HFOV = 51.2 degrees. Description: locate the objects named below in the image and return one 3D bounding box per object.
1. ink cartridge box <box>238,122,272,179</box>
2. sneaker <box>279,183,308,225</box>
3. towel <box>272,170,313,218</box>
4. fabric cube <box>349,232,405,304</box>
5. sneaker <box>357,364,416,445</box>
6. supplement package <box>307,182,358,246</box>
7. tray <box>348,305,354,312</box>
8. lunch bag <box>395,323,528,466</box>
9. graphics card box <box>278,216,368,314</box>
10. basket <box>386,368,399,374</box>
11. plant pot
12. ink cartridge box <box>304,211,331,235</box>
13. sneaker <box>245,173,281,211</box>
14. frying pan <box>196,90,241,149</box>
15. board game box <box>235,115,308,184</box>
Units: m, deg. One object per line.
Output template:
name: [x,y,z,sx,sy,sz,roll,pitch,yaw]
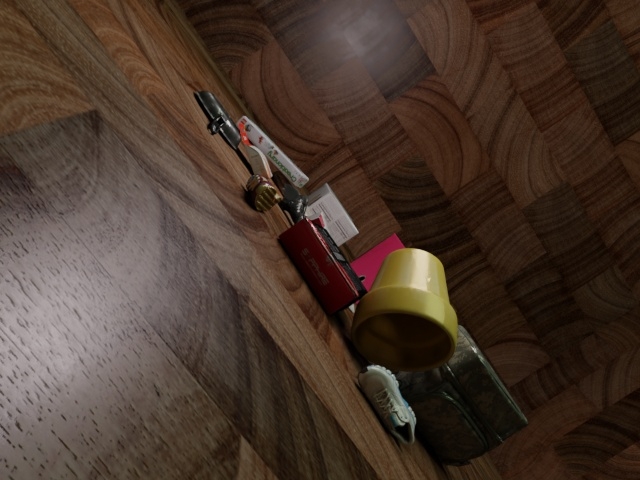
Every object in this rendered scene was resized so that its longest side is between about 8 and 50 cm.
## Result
ink cartridge box: [-0.190,-0.264,1.971,0.145,0.045,0.179,-92,167,-82]
sneaker: [-0.089,-0.100,2.067,0.051,0.089,0.170,99,3,-52]
towel: [-0.074,-0.120,2.404,0.282,0.049,0.187,59,5,38]
fabric cube: [0.267,0.184,2.490,0.259,0.258,0.254,52,7,-35]
sneaker: [0.141,0.334,1.343,0.191,0.071,0.083,54,11,-17]
supplement package: [0.031,-0.099,2.742,0.204,0.145,0.262,55,4,-12]
tray: [0.038,0.102,2.119,0.145,0.030,0.270,53,5,-41]
lunch bag: [0.350,0.418,1.737,0.305,0.256,0.212,53,7,-23]
graphics card box: [0.018,0.070,1.751,0.233,0.094,0.371,56,6,7]
basket: [0.250,0.248,1.899,0.289,0.254,0.201,67,1,-50]
plant pot: [0.216,0.159,1.660,0.254,0.254,0.239,52,37,-36]
ink cartridge box: [0.000,0.000,2.006,0.109,0.063,0.151,-70,140,-78]
sneaker: [-0.149,-0.121,1.596,0.084,0.069,0.185,47,-2,7]
frying pan: [-0.291,-0.351,1.835,0.197,0.053,0.326,56,1,6]
board game box: [-0.173,-0.320,2.442,0.305,0.053,0.193,46,5,3]
